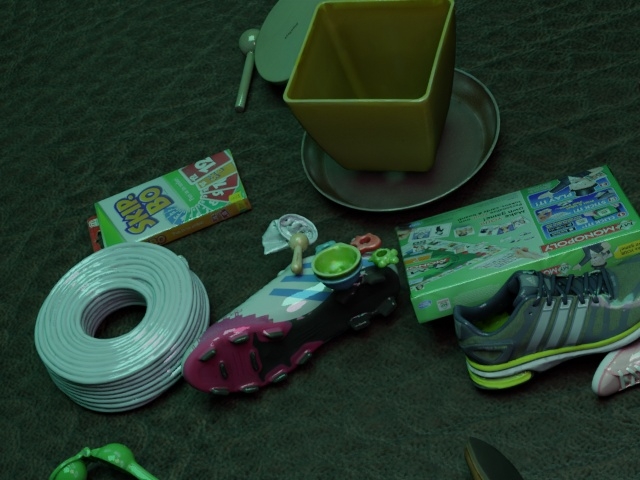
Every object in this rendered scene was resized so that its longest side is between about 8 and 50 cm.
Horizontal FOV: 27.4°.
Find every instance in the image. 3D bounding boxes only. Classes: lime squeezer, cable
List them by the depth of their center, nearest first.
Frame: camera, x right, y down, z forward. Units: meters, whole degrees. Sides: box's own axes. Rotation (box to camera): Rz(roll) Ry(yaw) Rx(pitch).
[{"bbox_3d":[-0.309,0.333,1.763,0.310,0.059,0.109,-10,78,9],"label":"lime squeezer"},{"bbox_3d":[-0.286,0.121,1.901,0.257,0.089,0.257,-30,47,-7],"label":"cable"}]

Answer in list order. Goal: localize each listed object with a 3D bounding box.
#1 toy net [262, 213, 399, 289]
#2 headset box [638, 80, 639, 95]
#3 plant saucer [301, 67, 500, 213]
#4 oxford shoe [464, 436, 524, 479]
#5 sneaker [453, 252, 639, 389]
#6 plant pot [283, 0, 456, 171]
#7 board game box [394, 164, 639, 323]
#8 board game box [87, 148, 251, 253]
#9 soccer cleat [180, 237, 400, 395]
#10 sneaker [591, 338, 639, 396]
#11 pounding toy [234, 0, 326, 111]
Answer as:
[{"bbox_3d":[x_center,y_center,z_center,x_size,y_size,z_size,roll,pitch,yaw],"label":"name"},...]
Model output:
[{"bbox_3d":[0.000,0.000,1.809,0.122,0.045,0.232,-34,37,-21],"label":"toy net"},{"bbox_3d":[0.521,-0.228,1.960,0.062,0.032,0.083,-36,48,-13],"label":"headset box"},{"bbox_3d":[0.126,-0.150,2.020,0.311,0.050,0.310,-10,48,12],"label":"plant saucer"},{"bbox_3d":[0.209,0.321,1.574,0.076,0.076,0.212,-55,30,23],"label":"oxford shoe"},{"bbox_3d":[0.305,0.085,1.661,0.300,0.121,0.111,-28,34,12],"label":"sneaker"},{"bbox_3d":[0.092,-0.215,1.929,0.212,0.187,0.212,3,52,20],"label":"plant pot"},{"bbox_3d":[0.268,0.000,1.794,0.317,0.046,0.213,-16,27,6],"label":"board game box"},{"bbox_3d":[-0.246,-0.050,2.076,0.259,0.039,0.124,-24,46,2],"label":"board game box"},{"bbox_3d":[-0.048,0.104,1.833,0.331,0.116,0.143,-25,34,-8],"label":"soccer cleat"},{"bbox_3d":[0.408,0.159,1.651,0.134,0.051,0.070,-36,43,-18],"label":"sneaker"},{"bbox_3d":[-0.028,-0.314,2.199,0.237,0.110,0.183,-27,51,37],"label":"pounding toy"}]
